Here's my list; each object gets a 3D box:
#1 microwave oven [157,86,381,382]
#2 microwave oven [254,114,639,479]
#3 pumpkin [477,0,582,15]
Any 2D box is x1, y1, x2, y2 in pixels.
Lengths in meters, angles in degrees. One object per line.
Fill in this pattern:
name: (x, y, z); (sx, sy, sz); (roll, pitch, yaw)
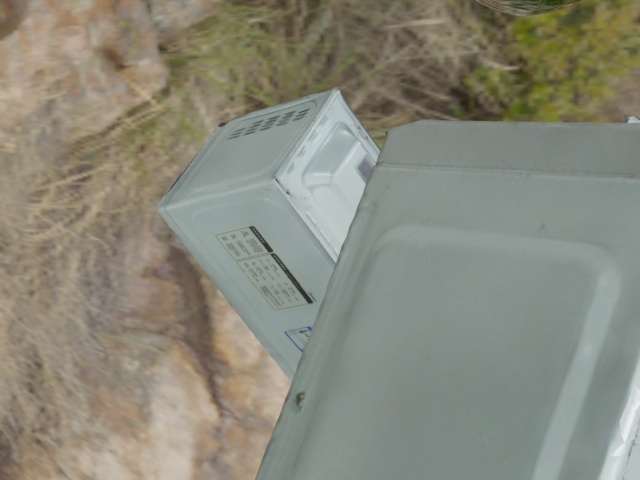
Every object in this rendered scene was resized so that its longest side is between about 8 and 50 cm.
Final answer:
microwave oven: (0.000, 0.000, 1.281); (0.208, 0.162, 0.122); (53, 47, -25)
microwave oven: (0.133, 0.110, 0.616); (0.295, 0.181, 0.237); (30, 77, -37)
pumpkin: (0.158, -0.286, 1.181); (0.159, 0.238, 0.238); (-12, 101, 1)
